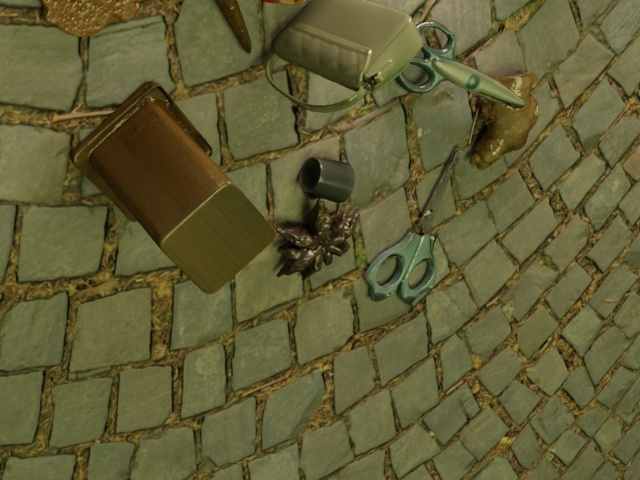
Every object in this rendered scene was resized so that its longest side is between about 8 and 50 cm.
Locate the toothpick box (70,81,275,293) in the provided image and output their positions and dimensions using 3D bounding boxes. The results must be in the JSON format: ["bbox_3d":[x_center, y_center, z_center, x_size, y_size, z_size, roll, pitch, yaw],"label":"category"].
[{"bbox_3d":[-0.222,-0.076,1.756,0.190,0.308,0.187,-42,134,-4],"label":"toothpick box"}]

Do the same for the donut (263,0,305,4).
[{"bbox_3d":[-0.029,-0.481,1.792,0.199,0.085,0.232,4,117,-40],"label":"donut"}]

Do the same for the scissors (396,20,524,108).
[{"bbox_3d":[0.273,-0.309,2.125,0.289,0.041,0.138,20,101,-26],"label":"scissors"}]

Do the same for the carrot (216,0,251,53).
[{"bbox_3d":[-0.154,-0.395,1.784,0.049,0.049,0.254,-36,137,-13],"label":"carrot"}]

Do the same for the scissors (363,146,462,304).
[{"bbox_3d":[0.214,-0.028,2.308,0.191,0.029,0.360,10,111,-39],"label":"scissors"}]

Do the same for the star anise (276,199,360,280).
[{"bbox_3d":[0.000,0.000,2.132,0.182,0.065,0.195,-24,138,-24],"label":"star anise"}]

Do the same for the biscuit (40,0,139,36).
[{"bbox_3d":[-0.326,-0.374,1.678,0.184,0.027,0.133,-47,136,0],"label":"biscuit"}]

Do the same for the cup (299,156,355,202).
[{"bbox_3d":[0.003,-0.107,2.074,0.077,0.078,0.100,12,141,-36],"label":"cup"}]

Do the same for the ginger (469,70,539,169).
[{"bbox_3d":[0.377,-0.238,2.262,0.137,0.074,0.213,-2,117,-16],"label":"ginger"}]

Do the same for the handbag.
[{"bbox_3d":[0.023,-0.299,1.830,0.219,0.256,0.079,-47,134,-13],"label":"handbag"}]
